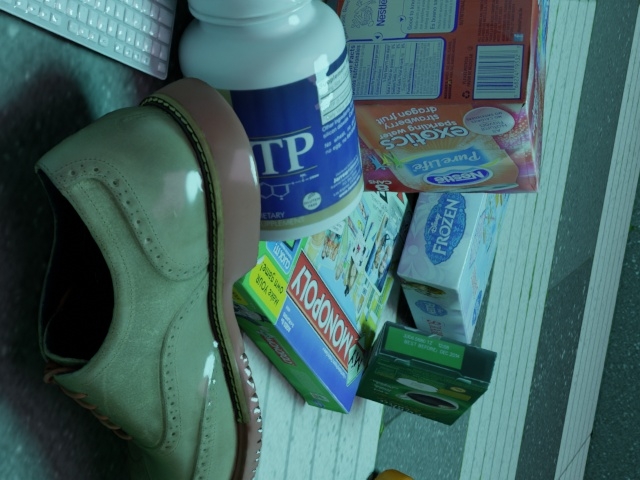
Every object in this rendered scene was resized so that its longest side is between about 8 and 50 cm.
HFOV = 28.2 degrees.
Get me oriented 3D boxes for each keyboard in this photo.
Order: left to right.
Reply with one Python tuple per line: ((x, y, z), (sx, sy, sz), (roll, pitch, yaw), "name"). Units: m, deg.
((-0.141, -0.149, 0.699), (0.256, 0.014, 0.072), (14, 88, -69), "keyboard")

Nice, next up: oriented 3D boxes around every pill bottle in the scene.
((-0.035, -0.103, 0.850), (0.112, 0.112, 0.186), (-54, 144, -46), "pill bottle")

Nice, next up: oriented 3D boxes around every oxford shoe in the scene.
((-0.119, 0.070, 0.790), (0.130, 0.123, 0.348), (-23, 128, -33), "oxford shoe")

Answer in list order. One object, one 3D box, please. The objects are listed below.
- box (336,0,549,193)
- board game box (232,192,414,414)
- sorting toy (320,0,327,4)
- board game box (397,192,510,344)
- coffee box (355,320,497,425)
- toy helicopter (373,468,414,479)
((0.103, -0.197, 1.014), (0.142, 0.154, 0.299), (64, 29, -61), "box")
((0.000, 0.000, 1.092), (0.317, 0.046, 0.213), (58, 48, -61), "board game box")
((0.011, -0.269, 0.897), (0.208, 0.038, 0.193), (117, -13, -79), "sorting toy")
((0.167, -0.066, 1.378), (0.318, 0.066, 0.318), (63, 43, -72), "board game box")
((0.098, 0.132, 1.243), (0.184, 0.113, 0.040), (102, 5, -71), "coffee box")
((0.031, 0.376, 1.319), (0.355, 0.140, 0.235), (13, 98, -58), "toy helicopter")
